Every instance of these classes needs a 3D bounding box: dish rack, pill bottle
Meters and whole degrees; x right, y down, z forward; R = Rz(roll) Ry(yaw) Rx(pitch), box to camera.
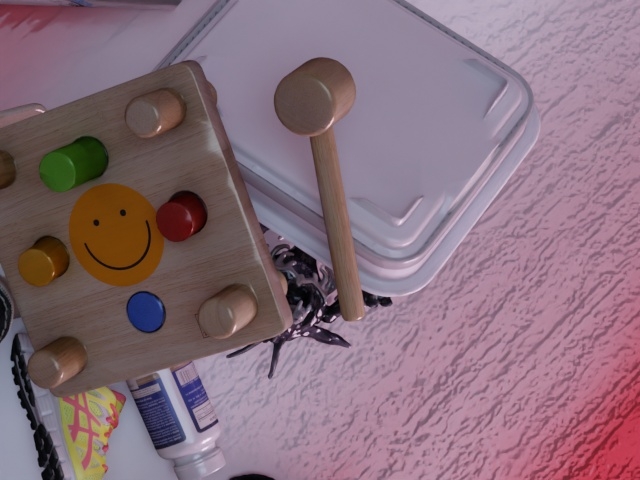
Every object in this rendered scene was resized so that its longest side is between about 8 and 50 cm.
[{"bbox_3d":[0.020,-0.132,1.734,0.333,0.072,0.285,34,61,10],"label":"dish rack"},{"bbox_3d":[-0.136,0.169,1.791,0.067,0.067,0.120,-24,94,-10],"label":"pill bottle"}]

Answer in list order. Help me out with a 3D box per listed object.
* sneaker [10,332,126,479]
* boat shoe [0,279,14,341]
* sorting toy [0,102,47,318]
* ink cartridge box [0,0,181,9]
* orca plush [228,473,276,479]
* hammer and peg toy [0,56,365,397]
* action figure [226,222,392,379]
[{"bbox_3d":[-0.222,0.176,1.757,0.094,0.081,0.208,-12,77,-23],"label":"sneaker"},{"bbox_3d":[-0.413,0.165,1.701,0.340,0.113,0.127,-40,105,0],"label":"boat shoe"},{"bbox_3d":[-0.323,-0.018,1.770,0.348,0.047,0.196,-15,99,-8],"label":"sorting toy"},{"bbox_3d":[-0.236,-0.311,1.725,0.233,0.168,0.171,0,89,-11],"label":"ink cartridge box"},{"bbox_3d":[-0.088,0.298,1.780,0.287,0.102,0.151,12,87,-10],"label":"orca plush"},{"bbox_3d":[-0.127,-0.014,1.633,0.361,0.127,0.266,-16,97,24],"label":"hammer and peg toy"},{"bbox_3d":[0.000,0.000,1.782,0.164,0.141,0.275,26,82,-11],"label":"action figure"}]
